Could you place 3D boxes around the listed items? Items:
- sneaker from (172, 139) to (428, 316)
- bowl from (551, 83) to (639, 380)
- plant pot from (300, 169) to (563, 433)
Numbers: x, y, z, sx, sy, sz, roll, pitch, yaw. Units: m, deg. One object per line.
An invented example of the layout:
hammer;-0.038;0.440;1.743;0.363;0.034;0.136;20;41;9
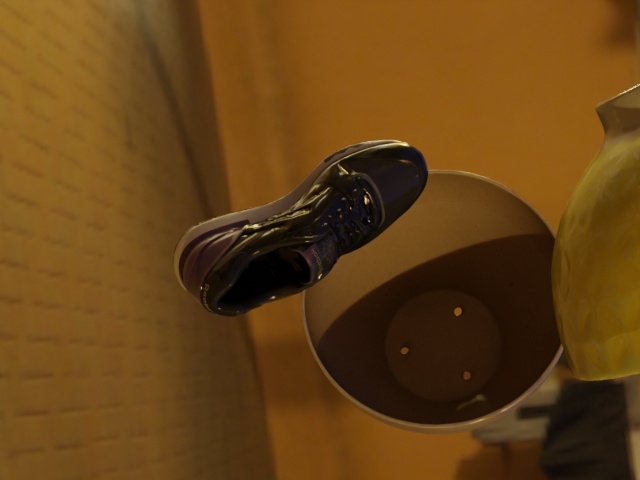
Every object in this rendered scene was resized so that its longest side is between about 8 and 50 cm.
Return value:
sneaker;0.000;0.000;1.487;0.124;0.283;0.107;41;-23;60
bowl;0.260;-0.041;0.944;0.289;0.289;0.156;-67;132;-88
plant pot;0.130;0.091;1.620;0.191;0.284;0.284;73;11;-67
